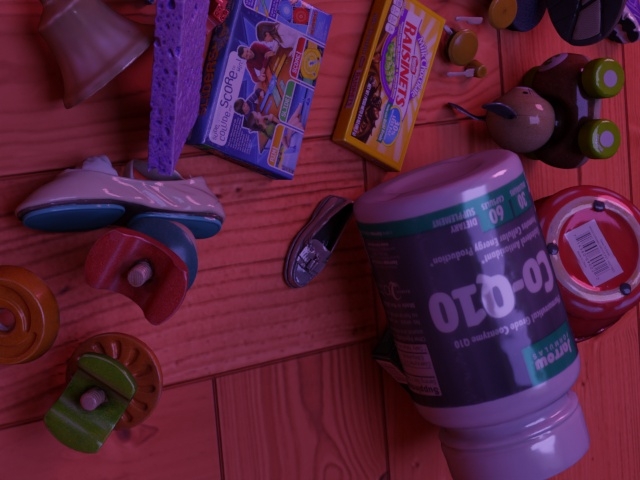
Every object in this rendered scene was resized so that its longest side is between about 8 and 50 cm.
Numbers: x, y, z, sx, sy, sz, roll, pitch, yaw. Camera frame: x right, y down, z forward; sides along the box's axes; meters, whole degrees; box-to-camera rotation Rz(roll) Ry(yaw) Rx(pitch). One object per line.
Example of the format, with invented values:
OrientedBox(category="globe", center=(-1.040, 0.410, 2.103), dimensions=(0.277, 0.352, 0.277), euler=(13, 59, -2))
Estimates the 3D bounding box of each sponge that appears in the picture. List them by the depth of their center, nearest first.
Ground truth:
OrientedBox(category="sponge", center=(-0.144, -0.183, 1.597), dimensions=(0.117, 0.031, 0.210), euler=(-72, 172, -52))

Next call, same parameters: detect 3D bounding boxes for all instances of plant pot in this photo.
OrientedBox(category="plant pot", center=(0.322, 0.027, 1.960), dimensions=(0.191, 0.174, 0.191), euler=(3, 76, -12))

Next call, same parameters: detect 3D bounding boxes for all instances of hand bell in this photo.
OrientedBox(category="hand bell", center=(-0.282, -0.262, 1.544), dimensions=(0.242, 0.126, 0.126), euler=(50, 61, -16))

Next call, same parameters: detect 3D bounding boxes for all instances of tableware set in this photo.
OrientedBox(category="tableware set", center=(0.201, -0.278, 1.959), dimensions=(0.104, 0.024, 0.154), euler=(-5, 112, -35))

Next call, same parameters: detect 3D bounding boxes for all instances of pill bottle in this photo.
OrientedBox(category="pill bottle", center=(0.184, 0.093, 1.817), dimensions=(0.204, 0.204, 0.361), euler=(-27, 104, -36))

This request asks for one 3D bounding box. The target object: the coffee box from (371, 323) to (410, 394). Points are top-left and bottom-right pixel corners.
OrientedBox(category="coffee box", center=(0.150, 0.154, 1.951), dimensions=(0.184, 0.040, 0.113), euler=(44, 65, -32))

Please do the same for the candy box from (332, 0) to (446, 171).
OrientedBox(category="candy box", center=(0.085, -0.196, 1.888), dimensions=(0.105, 0.027, 0.206), euler=(27, 75, -42))

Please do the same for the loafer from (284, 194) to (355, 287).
OrientedBox(category="loafer", center=(0.000, 0.000, 1.817), dimensions=(0.045, 0.039, 0.125), euler=(42, 66, -34))

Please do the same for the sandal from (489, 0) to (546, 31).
OrientedBox(category="sandal", center=(0.211, -0.372, 1.979), dimensions=(0.097, 0.054, 0.254), euler=(-42, 127, -23))

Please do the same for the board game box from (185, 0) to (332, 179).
OrientedBox(category="board game box", center=(-0.067, -0.183, 1.755), dimensions=(0.136, 0.035, 0.201), euler=(21, 78, -39))

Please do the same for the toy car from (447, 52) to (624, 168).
OrientedBox(category="toy car", center=(0.261, -0.169, 1.970), dimensions=(0.188, 0.155, 0.149), euler=(3, 90, -28))

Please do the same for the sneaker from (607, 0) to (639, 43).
OrientedBox(category="sneaker", center=(0.392, -0.345, 2.130), dimensions=(0.170, 0.068, 0.071), euler=(54, 44, -38))

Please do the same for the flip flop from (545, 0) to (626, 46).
OrientedBox(category="flip flop", center=(0.342, -0.386, 2.035), dimensions=(0.080, 0.112, 0.277), euler=(23, 56, -64))

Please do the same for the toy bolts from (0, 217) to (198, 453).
OrientedBox(category="toy bolts", center=(-0.222, 0.061, 1.576), dimensions=(0.218, 0.158, 0.228), euler=(37, 105, 1))

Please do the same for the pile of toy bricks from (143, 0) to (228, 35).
OrientedBox(category="pile of toy bricks", center=(-0.112, -0.323, 1.665), dimensions=(0.118, 0.105, 0.212), euler=(41, 67, -34))

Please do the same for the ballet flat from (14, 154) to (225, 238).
OrientedBox(category="ballet flat", center=(-0.210, -0.048, 1.624), dimensions=(0.248, 0.086, 0.086), euler=(6, 88, -42))
